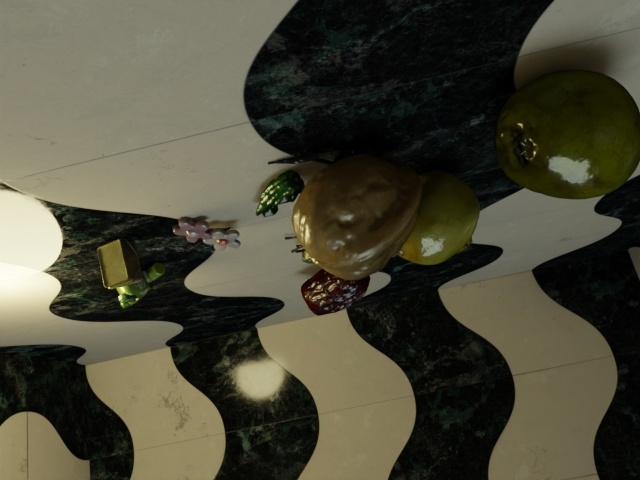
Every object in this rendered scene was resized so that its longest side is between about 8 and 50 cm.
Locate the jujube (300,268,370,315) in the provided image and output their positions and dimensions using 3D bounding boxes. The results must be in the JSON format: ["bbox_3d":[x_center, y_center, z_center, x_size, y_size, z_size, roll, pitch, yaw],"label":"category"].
[{"bbox_3d":[0.067,0.232,2.653,0.258,0.259,0.376,7,142,-43],"label":"jujube"}]

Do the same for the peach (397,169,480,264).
[{"bbox_3d":[0.367,-0.071,1.791,0.314,0.282,0.316,-12,-151,35],"label":"peach"}]

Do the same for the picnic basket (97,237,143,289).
[{"bbox_3d":[-0.703,0.082,1.880,0.115,0.164,0.079,-18,169,20],"label":"picnic basket"}]

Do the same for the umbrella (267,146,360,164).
[{"bbox_3d":[-0.018,-0.239,1.544,0.268,0.044,0.044,-7,-160,8],"label":"umbrella"}]

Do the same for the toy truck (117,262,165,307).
[{"bbox_3d":[-0.748,0.170,2.166,0.210,0.148,0.187,-28,174,-41],"label":"toy truck"}]

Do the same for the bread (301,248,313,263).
[{"bbox_3d":[-0.009,0.057,2.355,0.117,0.064,0.156,5,157,-42],"label":"bread"}]

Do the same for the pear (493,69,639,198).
[{"bbox_3d":[0.631,-0.268,1.368,0.413,0.352,0.352,-1,159,-39],"label":"pear"}]

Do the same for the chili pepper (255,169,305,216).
[{"bbox_3d":[-0.138,-0.138,1.693,0.099,0.084,0.253,-10,167,-32],"label":"chili pepper"}]

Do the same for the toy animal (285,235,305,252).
[{"bbox_3d":[-0.006,-0.019,2.150,0.259,0.087,0.243,-18,174,14],"label":"toy animal"}]

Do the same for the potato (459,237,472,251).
[{"bbox_3d":[0.526,0.009,2.405,0.299,0.140,0.173,-12,175,18],"label":"potato"}]

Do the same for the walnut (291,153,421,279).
[{"bbox_3d":[0.106,-0.069,1.577,0.382,0.384,0.384,-10,161,-3],"label":"walnut"}]

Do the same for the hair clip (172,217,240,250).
[{"bbox_3d":[-0.395,-0.026,1.894,0.256,0.075,0.146,13,155,-41],"label":"hair clip"}]
